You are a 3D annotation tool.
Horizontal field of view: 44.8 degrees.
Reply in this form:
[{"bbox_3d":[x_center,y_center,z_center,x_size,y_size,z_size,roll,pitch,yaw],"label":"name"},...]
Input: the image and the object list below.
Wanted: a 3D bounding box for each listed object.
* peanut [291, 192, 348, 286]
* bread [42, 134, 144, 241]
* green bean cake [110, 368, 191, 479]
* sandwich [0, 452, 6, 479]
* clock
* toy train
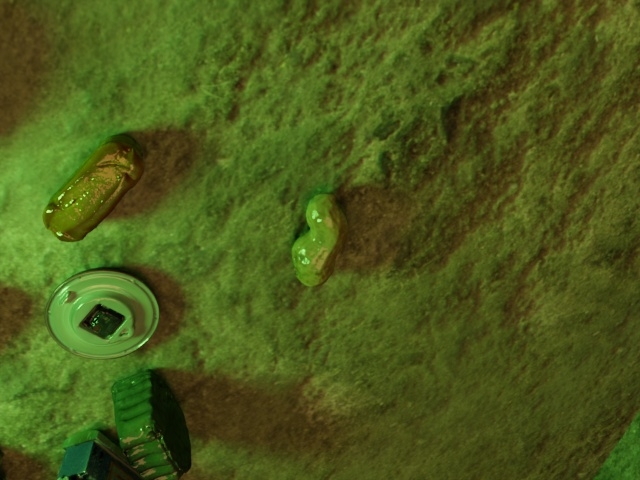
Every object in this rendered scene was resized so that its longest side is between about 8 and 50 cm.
[{"bbox_3d":[0.000,0.000,1.707,0.103,0.098,0.230,-8,126,-44],"label":"peanut"},{"bbox_3d":[-0.442,-0.101,1.512,0.245,0.094,0.102,-43,118,13],"label":"bread"},{"bbox_3d":[-0.388,0.440,1.799,0.124,0.227,0.223,-20,126,0],"label":"green bean cake"},{"bbox_3d":[-0.819,0.620,1.867,0.254,0.100,0.288,-41,124,12],"label":"sandwich"},{"bbox_3d":[-0.474,0.163,1.697,0.244,0.056,0.245,-8,125,-12],"label":"clock"},{"bbox_3d":[-0.525,0.617,1.894,0.131,0.202,0.300,-21,128,18],"label":"toy train"}]
